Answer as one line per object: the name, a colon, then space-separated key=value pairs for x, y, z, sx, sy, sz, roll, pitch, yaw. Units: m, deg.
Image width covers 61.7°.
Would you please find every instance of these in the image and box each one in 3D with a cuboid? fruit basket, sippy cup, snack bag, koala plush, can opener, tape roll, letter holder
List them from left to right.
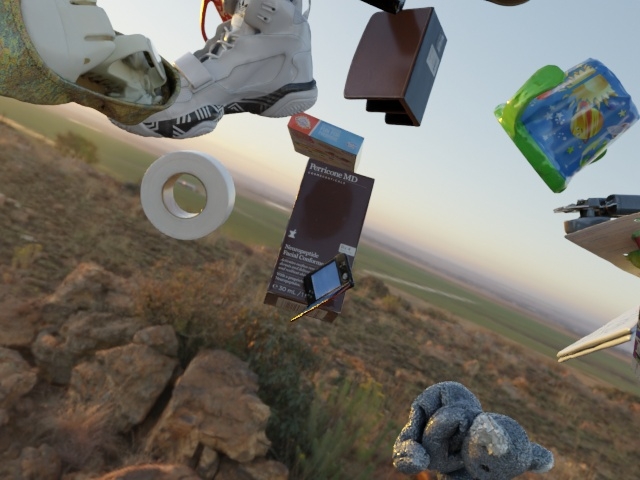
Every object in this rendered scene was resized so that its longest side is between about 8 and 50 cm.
tape roll: x=-0.423 y=-0.148 z=1.722 sx=0.286 sy=0.286 sz=0.100 roll=22 pitch=12 yaw=0
letter holder: x=0.217 y=-0.510 z=1.587 sx=0.215 sy=0.301 sz=0.152 roll=11 pitch=-14 yaw=33
koala plush: x=0.282 y=0.359 z=0.965 sx=0.196 sy=0.203 sz=0.221 roll=34 pitch=-25 yaw=-24
sippy cup: x=0.532 y=-0.257 z=1.150 sx=0.240 sy=0.224 sz=0.305 roll=53 pitch=24 yaw=3
can opener: x=0.624 y=-0.049 z=1.151 sx=0.284 sy=0.095 sz=0.076 roll=-1 pitch=-6 yaw=-23
snack bag: x=0.787 y=0.190 z=1.318 sx=0.037 sy=0.343 sz=0.323 roll=60 pitch=-16 yaw=18
fruit basket: x=0.719 y=-0.012 z=1.047 sx=0.353 sy=0.165 sz=0.327 roll=26 pitch=-31 yaw=-30

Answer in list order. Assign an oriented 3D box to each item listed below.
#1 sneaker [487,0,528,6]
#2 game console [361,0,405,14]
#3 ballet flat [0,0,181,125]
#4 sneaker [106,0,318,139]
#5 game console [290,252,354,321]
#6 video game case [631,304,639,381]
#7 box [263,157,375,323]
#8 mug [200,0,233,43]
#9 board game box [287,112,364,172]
sneaker: x=0.422 y=-0.609 z=1.273 sx=0.189 sy=0.066 sz=0.071 roll=6 pitch=-14 yaw=1
game console: x=0.139 y=-0.690 z=1.454 sx=0.213 sy=0.043 sz=0.361 roll=25 pitch=33 yaw=4
ballet flat: x=-0.250 y=-0.199 z=0.570 sx=0.123 sy=0.123 sz=0.348 roll=23 pitch=6 yaw=7
sneaker: x=-0.164 y=-0.294 z=0.847 sx=0.366 sy=0.210 sz=0.137 roll=-17 pitch=41 yaw=-28
game console: x=-0.005 y=0.102 z=1.180 sx=0.085 sy=0.144 sz=0.124 roll=14 pitch=53 yaw=-43
video game case: x=0.628 y=0.132 z=0.863 sx=0.041 sy=0.232 sz=0.210 roll=-106 pitch=171 yaw=-46
box: x=0.000 y=0.000 z=1.384 sx=0.191 sy=0.381 sz=0.143 roll=17 pitch=-22 yaw=-3
mug: x=-0.168 y=-0.455 z=1.063 sx=0.113 sy=0.150 sz=0.169 roll=33 pitch=-15 yaw=35
board game box: x=0.021 y=-0.321 z=1.809 sx=0.242 sy=0.064 sz=0.316 roll=24 pitch=-4 yaw=3
